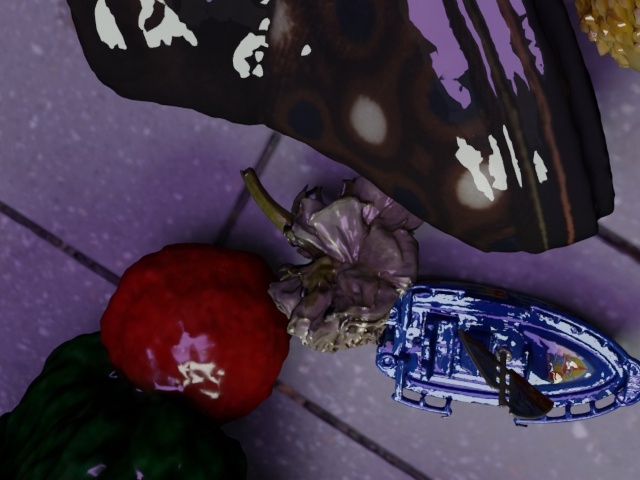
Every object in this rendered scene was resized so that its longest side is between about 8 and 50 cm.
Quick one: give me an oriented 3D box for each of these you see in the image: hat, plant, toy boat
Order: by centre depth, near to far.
[{"bbox_3d":[0.000,0.000,0.579,0.122,0.116,0.104,33,120,-13],"label":"plant"},{"bbox_3d":[0.113,0.080,0.581,0.175,0.110,0.091,8,111,12],"label":"toy boat"},{"bbox_3d":[-0.129,0.153,0.615,0.274,0.242,0.332,28,97,34],"label":"hat"}]

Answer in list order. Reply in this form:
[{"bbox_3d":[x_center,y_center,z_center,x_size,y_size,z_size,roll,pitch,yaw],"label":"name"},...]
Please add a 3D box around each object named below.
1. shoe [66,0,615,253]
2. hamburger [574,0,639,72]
[{"bbox_3d":[-0.014,-0.138,0.506,0.237,0.171,0.384,-26,98,17],"label":"shoe"},{"bbox_3d":[0.180,-0.204,0.362,0.170,0.302,0.302,1,110,-1],"label":"hamburger"}]
